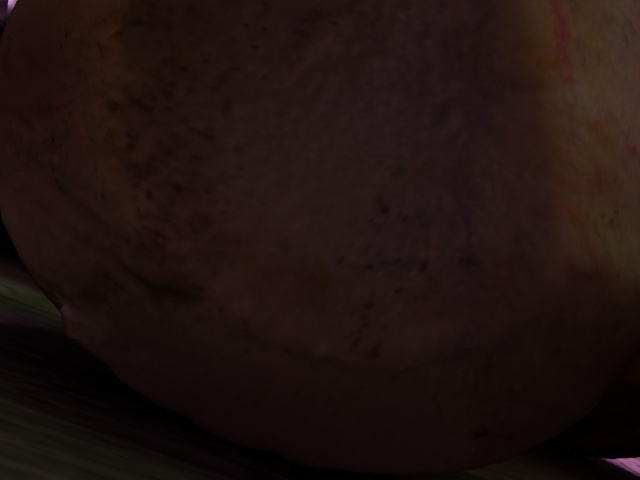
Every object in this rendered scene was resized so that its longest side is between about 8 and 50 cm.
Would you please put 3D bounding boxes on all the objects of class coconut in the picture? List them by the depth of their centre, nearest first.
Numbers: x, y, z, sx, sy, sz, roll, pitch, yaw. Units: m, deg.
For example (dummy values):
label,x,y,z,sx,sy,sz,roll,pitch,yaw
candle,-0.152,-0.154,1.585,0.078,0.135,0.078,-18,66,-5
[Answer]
label,x,y,z,sx,sy,sz,roll,pitch,yaw
coconut,0.011,-0.041,0.473,0.259,0.259,0.259,21,0,0

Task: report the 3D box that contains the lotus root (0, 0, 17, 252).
label,x,y,z,sx,sy,sz,roll,pitch,yaw
lotus root,-0.120,-0.071,0.761,0.179,0.196,0.397,60,12,19

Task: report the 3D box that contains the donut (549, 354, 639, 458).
label,x,y,z,sx,sy,sz,roll,pitch,yaw
donut,0.191,-0.085,0.819,0.198,0.449,0.449,8,6,-24
